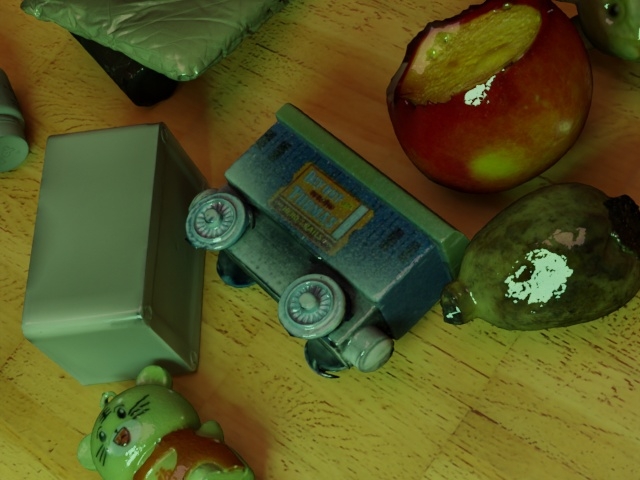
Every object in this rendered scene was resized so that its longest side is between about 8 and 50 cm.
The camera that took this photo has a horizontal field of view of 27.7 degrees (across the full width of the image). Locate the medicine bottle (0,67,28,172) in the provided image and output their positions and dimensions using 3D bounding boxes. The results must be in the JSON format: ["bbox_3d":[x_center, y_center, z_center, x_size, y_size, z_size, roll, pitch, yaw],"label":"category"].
[{"bbox_3d":[-0.414,-0.153,1.623,0.080,0.080,0.130,-30,57,4],"label":"medicine bottle"}]

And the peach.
[{"bbox_3d":[0.169,-0.156,1.309,0.190,0.226,0.196,-24,63,-22],"label":"peach"}]

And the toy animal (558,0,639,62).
[{"bbox_3d":[0.355,-0.236,1.323,0.363,0.181,0.180,-13,47,12],"label":"toy animal"}]

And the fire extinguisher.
[{"bbox_3d":[-0.282,-0.262,1.639,0.089,0.072,0.267,-48,57,6],"label":"fire extinguisher"}]

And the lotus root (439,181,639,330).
[{"bbox_3d":[0.214,0.022,1.262,0.214,0.138,0.138,-20,58,13],"label":"lotus root"}]

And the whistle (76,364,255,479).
[{"bbox_3d":[-0.136,0.240,1.290,0.131,0.106,0.288,-49,57,-1],"label":"whistle"}]

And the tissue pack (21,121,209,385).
[{"bbox_3d":[-0.215,0.014,1.413,0.136,0.159,0.246,-8,60,15],"label":"tissue pack"}]

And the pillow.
[{"bbox_3d":[-0.175,-0.305,1.585,0.274,0.076,0.281,24,50,27],"label":"pillow"}]

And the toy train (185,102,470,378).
[{"bbox_3d":[0.000,0.000,1.354,0.202,0.131,0.300,-44,58,-8],"label":"toy train"}]
